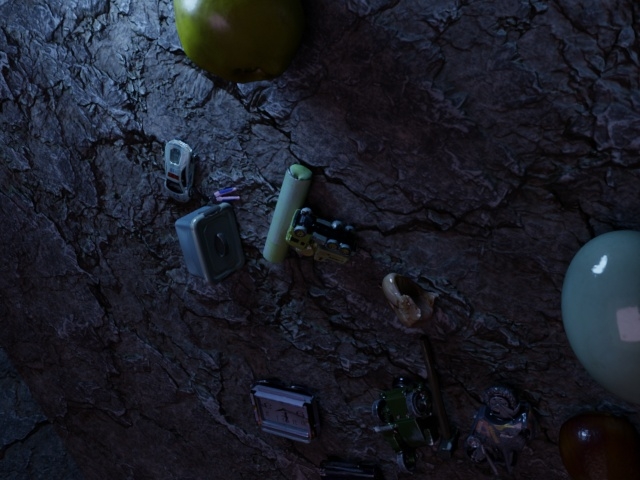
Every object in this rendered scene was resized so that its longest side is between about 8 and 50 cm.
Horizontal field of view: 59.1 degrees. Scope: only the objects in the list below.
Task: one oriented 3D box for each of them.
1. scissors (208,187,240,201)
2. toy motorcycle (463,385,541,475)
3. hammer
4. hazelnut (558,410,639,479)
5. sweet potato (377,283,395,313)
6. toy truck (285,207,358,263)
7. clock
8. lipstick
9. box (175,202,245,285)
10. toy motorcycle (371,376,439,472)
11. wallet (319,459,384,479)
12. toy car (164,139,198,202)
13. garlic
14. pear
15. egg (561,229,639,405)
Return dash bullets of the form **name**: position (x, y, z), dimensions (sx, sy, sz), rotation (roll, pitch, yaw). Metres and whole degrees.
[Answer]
- **scissors**: position (-0.289, -0.132, 1.681), dimensions (0.114, 0.012, 0.039), rotation (-7, 112, 31)
- **toy motorcycle**: position (0.500, 0.526, 1.550), dimensions (0.174, 0.108, 0.307), rotation (17, 125, 14)
- **hammer**: position (0.330, 0.441, 1.611), dimensions (0.044, 0.111, 0.364), rotation (-8, 105, 30)
- **hazelnut**: position (0.687, 0.528, 1.385), dimensions (0.208, 0.208, 0.208), rotation (13, 121, 23)
- **sweet potato**: position (0.196, 0.167, 1.571), dimensions (0.026, 0.026, 0.115), rotation (-24, 100, 36)
- **toy truck**: position (0.000, 0.000, 1.524), dimensions (0.191, 0.085, 0.116), rotation (22, 137, -9)
- **clock**: position (-0.113, 0.579, 1.928), dimensions (0.254, 0.083, 0.186), rotation (6, 119, 27)
- **lipstick**: position (-0.094, -0.069, 1.569), dimensions (0.076, 0.076, 0.304), rotation (29, 125, 13)
- **box**: position (-0.328, 0.007, 1.692), dimensions (0.130, 0.162, 0.226), rotation (9, 120, 36)
- **toy motorcycle**: position (0.266, 0.547, 1.685), dimensions (0.205, 0.127, 0.275), rotation (-25, 95, 35)
- **wallet**: position (0.133, 0.873, 1.972), dimensions (0.221, 0.071, 0.262), rotation (-8, 115, 27)
- **toy car**: position (-0.423, -0.203, 1.691), dimensions (0.096, 0.056, 0.204), rotation (23, 124, 15)
- **garlic**: position (0.234, 0.159, 1.510), dimensions (0.174, 0.099, 0.124), rotation (56, 146, -3)
- **pear**: position (-0.195, -0.529, 1.262), dimensions (0.288, 0.287, 0.374), rotation (-20, 89, 35)
- **egg**: position (0.648, 0.161, 1.159), dimensions (0.276, 0.276, 0.388), rotation (-12, 107, 33)
